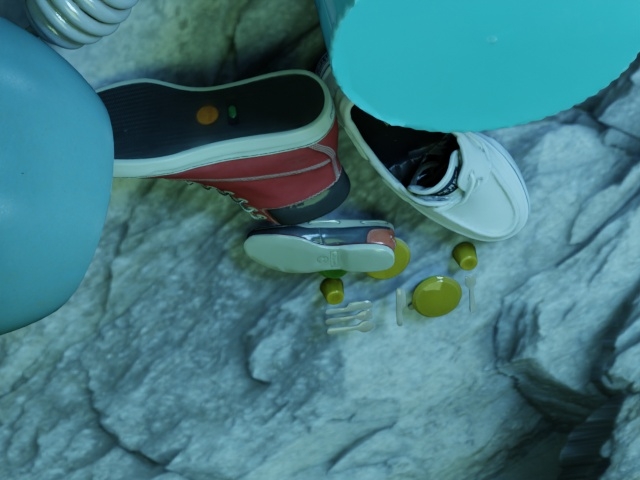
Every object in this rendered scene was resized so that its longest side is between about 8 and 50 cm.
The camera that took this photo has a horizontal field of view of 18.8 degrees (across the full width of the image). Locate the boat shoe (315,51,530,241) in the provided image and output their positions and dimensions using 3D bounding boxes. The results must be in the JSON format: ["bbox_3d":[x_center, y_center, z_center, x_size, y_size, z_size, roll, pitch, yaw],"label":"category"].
[{"bbox_3d":[0.099,-0.069,1.673,0.096,0.088,0.267,-34,128,13],"label":"boat shoe"}]

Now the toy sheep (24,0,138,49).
[{"bbox_3d":[-0.191,-0.194,1.504,0.132,0.091,0.091,-33,130,30],"label":"toy sheep"}]

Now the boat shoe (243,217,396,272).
[{"bbox_3d":[0.000,0.000,1.732,0.137,0.043,0.049,2,142,0],"label":"boat shoe"}]

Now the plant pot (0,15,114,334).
[{"bbox_3d":[-0.299,-0.052,1.465,0.235,0.293,0.293,13,124,-30],"label":"plant pot"}]

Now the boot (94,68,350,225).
[{"bbox_3d":[-0.101,-0.060,1.640,0.244,0.088,0.176,-4,150,5],"label":"boot"}]

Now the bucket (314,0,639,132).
[{"bbox_3d":[0.115,-0.221,1.443,0.281,0.183,0.281,-6,149,-4],"label":"bucket"}]

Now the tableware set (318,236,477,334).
[{"bbox_3d":[0.071,0.033,1.793,0.154,0.024,0.104,-9,126,-6],"label":"tableware set"}]
